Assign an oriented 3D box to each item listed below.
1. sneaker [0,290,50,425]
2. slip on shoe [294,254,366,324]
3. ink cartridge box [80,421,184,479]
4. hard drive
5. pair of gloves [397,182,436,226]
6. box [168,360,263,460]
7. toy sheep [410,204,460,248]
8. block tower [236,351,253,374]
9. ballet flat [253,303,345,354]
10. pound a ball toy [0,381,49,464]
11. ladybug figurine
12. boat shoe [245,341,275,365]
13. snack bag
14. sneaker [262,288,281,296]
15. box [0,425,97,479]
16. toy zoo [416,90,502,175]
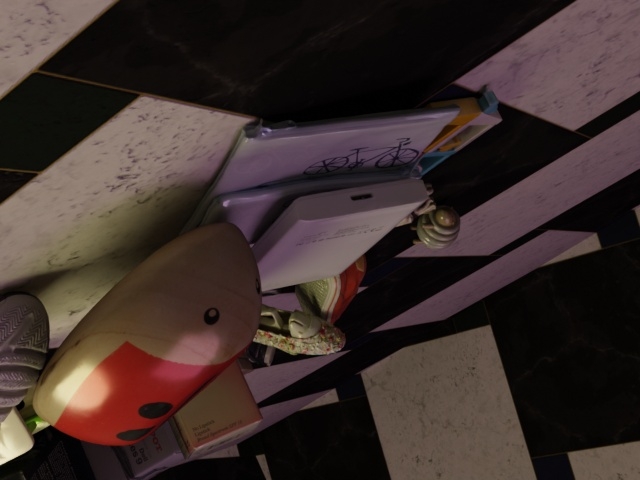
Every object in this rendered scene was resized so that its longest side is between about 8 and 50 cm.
[{"bbox_3d":[-0.490,0.184,1.409,0.125,0.180,0.321,21,102,-42],"label":"sneaker"},{"bbox_3d":[0.021,0.098,2.016,0.101,0.123,0.331,-22,161,-18],"label":"slip on shoe"},{"bbox_3d":[-0.417,0.405,2.156,0.289,0.211,0.121,-32,164,20],"label":"ink cartridge box"},{"bbox_3d":[0.000,0.000,1.505,0.203,0.040,0.307,-10,164,-27],"label":"hard drive"},{"bbox_3d":[0.106,-0.031,1.767,0.204,0.042,0.240,-27,175,4],"label":"pair of gloves"},{"bbox_3d":[-0.230,0.281,1.977,0.149,0.232,0.127,-21,165,-21],"label":"box"},{"bbox_3d":[0.226,-0.023,2.001,0.091,0.091,0.132,-20,160,-23],"label":"toy sheep"},{"bbox_3d":[-0.320,0.321,2.269,0.336,0.090,0.097,-27,166,7],"label":"block tower"},{"bbox_3d":[-0.072,0.162,1.951,0.241,0.091,0.077,8,137,12],"label":"ballet flat"},{"bbox_3d":[-0.607,0.315,1.700,0.319,0.135,0.208,-26,-172,7],"label":"pound a ball toy"},{"bbox_3d":[-0.223,0.149,1.391,0.305,0.162,0.449,-36,174,-46],"label":"ladybug figurine"},{"bbox_3d":[-0.141,0.246,2.400,0.079,0.084,0.233,12,173,2],"label":"boat shoe"},{"bbox_3d":[-0.001,-0.079,1.387,0.323,0.037,0.342,-9,160,-26],"label":"snack bag"},{"bbox_3d":[-0.155,0.121,1.848,0.188,0.078,0.067,-23,167,-13],"label":"sneaker"},{"bbox_3d":[-0.659,0.571,1.850,0.480,0.297,0.472,-21,-179,-4],"label":"box"},{"bbox_3d":[0.144,-0.137,1.532,0.293,0.030,0.192,-35,164,35],"label":"toy zoo"}]
